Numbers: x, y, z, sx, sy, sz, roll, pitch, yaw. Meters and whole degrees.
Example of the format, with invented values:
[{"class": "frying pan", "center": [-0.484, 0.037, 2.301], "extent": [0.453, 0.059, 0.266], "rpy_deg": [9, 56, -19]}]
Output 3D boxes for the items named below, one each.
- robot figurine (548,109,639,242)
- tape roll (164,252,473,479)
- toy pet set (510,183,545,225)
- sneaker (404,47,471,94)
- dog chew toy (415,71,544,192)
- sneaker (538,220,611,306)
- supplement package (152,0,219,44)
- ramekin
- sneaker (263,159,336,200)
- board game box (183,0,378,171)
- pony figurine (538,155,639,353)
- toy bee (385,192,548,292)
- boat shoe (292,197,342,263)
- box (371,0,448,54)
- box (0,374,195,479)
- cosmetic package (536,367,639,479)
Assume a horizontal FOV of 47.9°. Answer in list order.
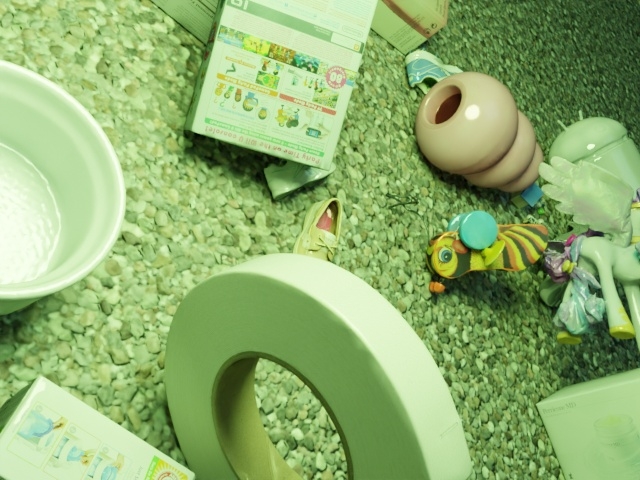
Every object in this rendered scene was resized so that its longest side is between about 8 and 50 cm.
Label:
[{"class": "robot figurine", "center": [0.691, -0.151, 1.761], "extent": [0.300, 0.199, 0.354], "rpy_deg": [-23, 85, -55]}, {"class": "tape roll", "center": [-0.024, 0.207, 0.792], "extent": [0.072, 0.392, 0.392], "rpy_deg": [-21, 84, -46]}, {"class": "toy pet set", "center": [0.497, -0.093, 1.653], "extent": [0.114, 0.065, 0.122], "rpy_deg": [40, 47, -20]}, {"class": "sneaker", "center": [0.269, -0.340, 1.574], "extent": [0.211, 0.080, 0.081], "rpy_deg": [17, 64, -25]}, {"class": "dog chew toy", "center": [0.346, -0.203, 1.487], "extent": [0.331, 0.206, 0.207], "rpy_deg": [28, 52, -39]}, {"class": "sneaker", "center": [0.548, 0.050, 1.628], "extent": [0.115, 0.105, 0.281], "rpy_deg": [34, 44, 22]}, {"class": "supplement package", "center": [-0.155, -0.446, 1.185], "extent": [0.261, 0.145, 0.204], "rpy_deg": [36, 49, -24]}, {"class": "ramekin", "center": [-0.371, -0.048, 0.792], "extent": [0.277, 0.135, 0.278], "rpy_deg": [20, 56, -33]}, {"class": "sneaker", "center": [-0.031, -0.116, 1.195], "extent": [0.152, 0.053, 0.061], "rpy_deg": [-24, 83, -46]}, {"class": "board game box", "center": [-0.056, -0.280, 1.080], "extent": [0.223, 0.097, 0.304], "rpy_deg": [15, 96, -22]}, {"class": "pony figurine", "center": [0.548, 0.029, 1.411], "extent": [0.350, 0.303, 0.364], "rpy_deg": [14, 62, -6]}, {"class": "toy bee", "center": [0.261, 0.024, 1.338], "extent": [0.195, 0.298, 0.162], "rpy_deg": [18, 82, -75]}, {"class": "boat shoe", "center": [0.000, 0.000, 1.158], "extent": [0.063, 0.059, 0.170], "rpy_deg": [29, 52, -28]}, {"class": "box", "center": [0.148, -0.534, 1.519], "extent": [0.232, 0.126, 0.149], "rpy_deg": [30, 52, -28]}, {"class": "box", "center": [-0.254, 0.251, 0.757], "extent": [0.203, 0.114, 0.103], "rpy_deg": [39, 46, -19]}, {"class": "cosmetic package", "center": [0.570, 0.375, 1.363], "extent": [0.138, 0.224, 0.225], "rpy_deg": [-8, 74, -44]}]
